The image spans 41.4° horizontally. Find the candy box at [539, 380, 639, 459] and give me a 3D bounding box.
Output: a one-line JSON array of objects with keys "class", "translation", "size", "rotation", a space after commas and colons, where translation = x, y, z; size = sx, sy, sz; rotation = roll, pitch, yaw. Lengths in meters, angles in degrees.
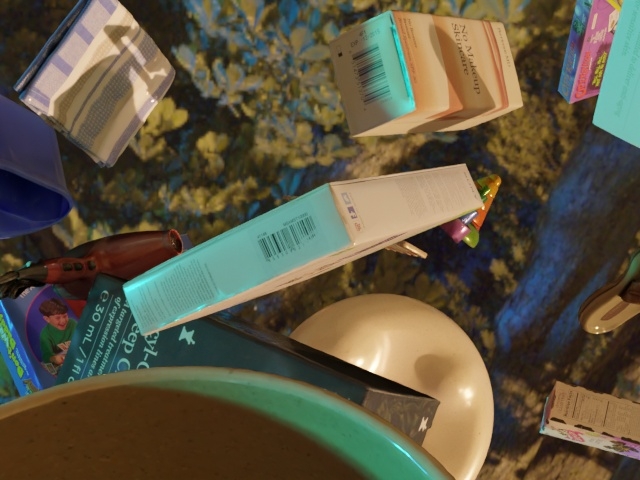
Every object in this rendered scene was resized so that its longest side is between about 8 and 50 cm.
[{"class": "candy box", "translation": [0.481, 0.309, 1.435], "size": [0.196, 0.165, 0.070], "rotation": [13, -107, 14]}]

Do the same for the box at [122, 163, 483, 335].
[{"class": "box", "translation": [0.000, 0.000, 0.822], "size": [0.322, 0.232, 0.058], "rotation": [-13, -100, -61]}]

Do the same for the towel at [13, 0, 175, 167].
[{"class": "towel", "translation": [-0.328, -0.239, 1.286], "size": [0.034, 0.285, 0.209], "rotation": [32, -97, 18]}]

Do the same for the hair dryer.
[{"class": "hair dryer", "translation": [-0.318, 0.049, 1.106], "size": [0.293, 0.080, 0.223], "rotation": [-21, -173, -25]}]

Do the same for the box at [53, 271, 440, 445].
[{"class": "box", "translation": [-0.114, 0.245, 0.989], "size": [0.395, 0.294, 0.212], "rotation": [18, 176, 30]}]

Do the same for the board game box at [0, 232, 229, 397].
[{"class": "board game box", "translation": [-0.310, 0.136, 1.318], "size": [0.347, 0.078, 0.233], "rotation": [-15, -112, -43]}]

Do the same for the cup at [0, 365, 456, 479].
[{"class": "cup", "translation": [-0.073, 0.250, 0.351], "size": [0.331, 0.237, 0.331], "rotation": [-7, -146, 5]}]

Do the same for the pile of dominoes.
[{"class": "pile of dominoes", "translation": [0.043, -0.009, 1.302], "size": [0.196, 0.040, 0.251], "rotation": [26, 178, -16]}]

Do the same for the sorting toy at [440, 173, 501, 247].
[{"class": "sorting toy", "translation": [0.283, -0.074, 1.567], "size": [0.127, 0.126, 0.365], "rotation": [47, -168, 5]}]

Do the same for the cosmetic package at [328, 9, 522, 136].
[{"class": "cosmetic package", "translation": [0.167, -0.250, 1.287], "size": [0.129, 0.153, 0.296], "rotation": [-17, 178, 42]}]

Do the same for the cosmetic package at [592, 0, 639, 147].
[{"class": "cosmetic package", "translation": [0.400, -0.230, 0.695], "size": [0.155, 0.197, 0.365], "rotation": [36, -116, 26]}]

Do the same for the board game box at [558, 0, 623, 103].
[{"class": "board game box", "translation": [0.525, -0.399, 1.423], "size": [0.208, 0.347, 0.056], "rotation": [-22, -127, -14]}]

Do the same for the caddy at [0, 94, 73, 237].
[{"class": "caddy", "translation": [-0.530, -0.090, 1.277], "size": [0.241, 0.341, 0.179], "rotation": [-17, -107, 15]}]

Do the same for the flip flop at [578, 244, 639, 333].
[{"class": "flip flop", "translation": [0.481, 0.075, 1.239], "size": [0.112, 0.277, 0.080], "rotation": [11, -129, -20]}]

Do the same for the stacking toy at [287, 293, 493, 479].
[{"class": "stacking toy", "translation": [0.035, 0.242, 1.381], "size": [0.350, 0.351, 0.480], "rotation": [1, -178, -14]}]
